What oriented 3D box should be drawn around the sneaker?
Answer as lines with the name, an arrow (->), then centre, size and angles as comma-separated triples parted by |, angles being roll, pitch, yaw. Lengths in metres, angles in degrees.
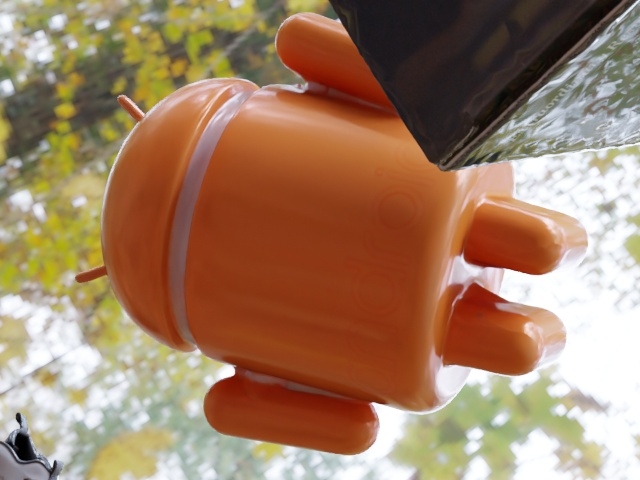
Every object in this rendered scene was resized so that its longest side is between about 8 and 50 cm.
sneaker -> -0.164, 0.119, 0.863 | 0.098, 0.038, 0.069 | 5, -106, 34

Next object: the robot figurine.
robot figurine -> 0.001, -0.002, 0.742 | 0.219, 0.128, 0.158 | 13, -46, 18

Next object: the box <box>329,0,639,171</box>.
box -> 0.117, -0.113, 0.523 | 0.153, 0.207, 0.108 | -43, -113, 37
